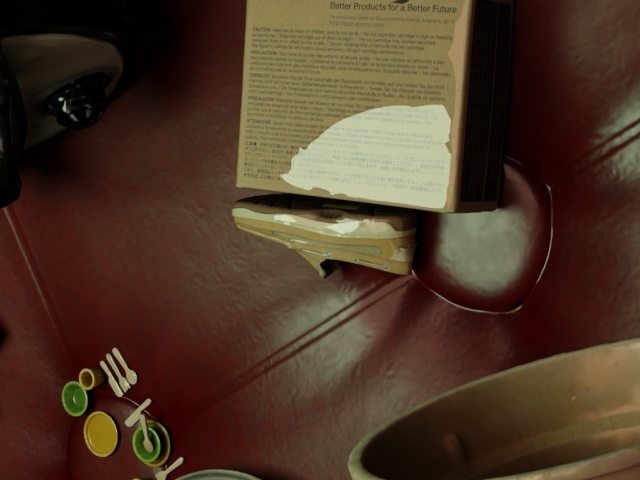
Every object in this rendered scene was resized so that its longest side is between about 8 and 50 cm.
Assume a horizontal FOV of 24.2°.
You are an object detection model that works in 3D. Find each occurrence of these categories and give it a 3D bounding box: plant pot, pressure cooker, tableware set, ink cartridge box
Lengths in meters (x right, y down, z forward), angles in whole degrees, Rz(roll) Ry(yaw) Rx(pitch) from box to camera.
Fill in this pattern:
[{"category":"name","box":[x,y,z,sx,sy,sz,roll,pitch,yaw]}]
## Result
[{"category":"plant pot","box":[0.223,0.261,1.101,0.333,0.334,0.306,-13,96,34]},{"category":"pressure cooker","box":[-0.377,-0.235,1.432,0.375,0.370,0.421,-28,78,28]},{"category":"tableware set","box":[-0.211,0.196,1.549,0.104,0.024,0.154,-44,69,29]},{"category":"ink cartridge box","box":[0.045,-0.130,1.314,0.234,0.088,0.193,9,96,35]}]

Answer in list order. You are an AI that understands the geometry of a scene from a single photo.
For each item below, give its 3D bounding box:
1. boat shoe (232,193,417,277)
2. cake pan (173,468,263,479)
[{"category":"boat shoe","box":[0.000,0.000,1.370,0.190,0.068,0.072,9,110,34]},{"category":"cake pan","box":[-0.098,0.368,1.422,0.293,0.054,0.293,2,94,34]}]
